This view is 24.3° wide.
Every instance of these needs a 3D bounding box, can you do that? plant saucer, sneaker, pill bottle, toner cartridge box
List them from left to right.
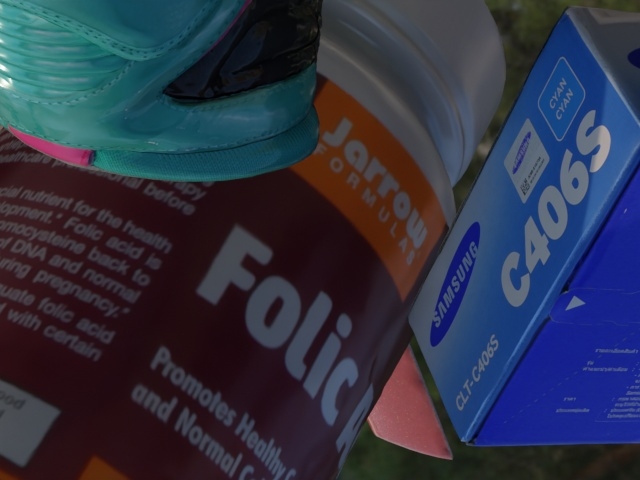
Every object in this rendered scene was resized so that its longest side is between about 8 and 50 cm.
[{"bbox_3d":[-0.071,0.026,0.708,0.224,0.392,0.224,22,149,14],"label":"pill bottle"},{"bbox_3d":[-0.024,-0.118,0.511,0.295,0.124,0.178,-48,159,-43],"label":"sneaker"},{"bbox_3d":[0.000,0.000,1.018,0.048,0.258,0.259,-24,140,-2],"label":"plant saucer"},{"bbox_3d":[0.227,0.004,0.617,0.348,0.075,0.165,3,132,-25],"label":"toner cartridge box"}]
